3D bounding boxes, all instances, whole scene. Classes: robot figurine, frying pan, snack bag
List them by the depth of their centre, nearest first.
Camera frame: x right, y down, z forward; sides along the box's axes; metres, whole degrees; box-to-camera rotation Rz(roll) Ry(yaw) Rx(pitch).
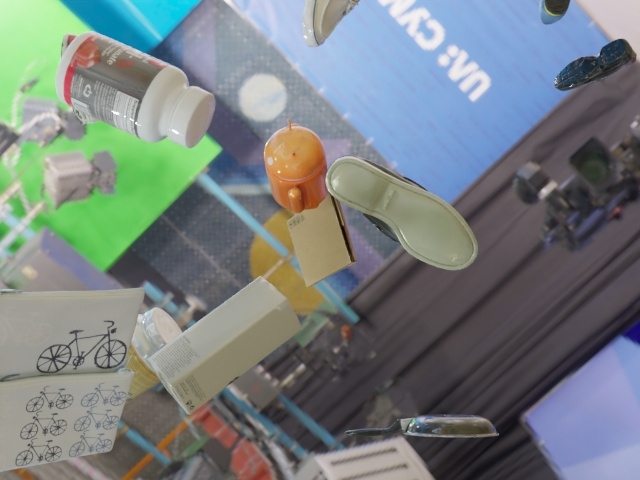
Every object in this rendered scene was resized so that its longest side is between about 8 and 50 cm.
[{"bbox_3d":[-0.450,0.231,1.578,0.323,0.343,0.037,2,-158,-46],"label":"snack bag"},{"bbox_3d":[-0.049,-0.149,1.929,0.128,0.158,0.219,31,156,22],"label":"robot figurine"},{"bbox_3d":[0.230,0.397,2.009,0.197,0.053,0.326,7,171,-40],"label":"frying pan"}]

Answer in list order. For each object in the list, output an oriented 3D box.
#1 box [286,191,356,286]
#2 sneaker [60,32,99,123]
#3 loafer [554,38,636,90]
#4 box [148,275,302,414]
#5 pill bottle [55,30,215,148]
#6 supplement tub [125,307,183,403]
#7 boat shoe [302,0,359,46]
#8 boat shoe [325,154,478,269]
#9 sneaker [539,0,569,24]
[{"bbox_3d":[0.000,0.000,2.078,0.021,0.201,0.165,-10,-102,-34],"label":"box"},{"bbox_3d":[-0.571,-0.399,2.326,0.107,0.118,0.279,105,148,-57],"label":"sneaker"},{"bbox_3d":[0.553,-0.340,1.891,0.061,0.170,0.062,26,-126,-42],"label":"loafer"},{"bbox_3d":[-0.180,0.196,1.789,0.113,0.275,0.094,37,156,49],"label":"box"},{"bbox_3d":[-0.400,-0.321,2.059,0.318,0.176,0.176,25,-176,10],"label":"pill bottle"},{"bbox_3d":[-0.385,0.242,1.928,0.144,0.199,0.144,54,-170,-13],"label":"supplement tub"},{"bbox_3d":[0.039,-0.475,1.769,0.084,0.258,0.095,10,160,24],"label":"boat shoe"},{"bbox_3d":[0.160,-0.063,1.862,0.340,0.127,0.113,27,-165,-8],"label":"boat shoe"},{"bbox_3d":[0.522,-0.567,2.040,0.069,0.209,0.082,21,172,1],"label":"sneaker"}]
